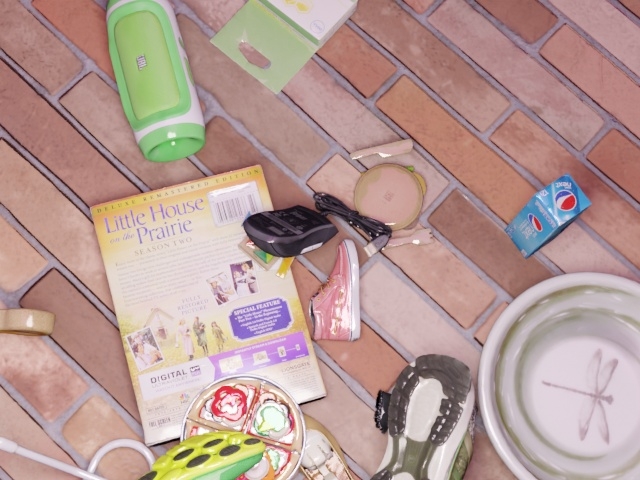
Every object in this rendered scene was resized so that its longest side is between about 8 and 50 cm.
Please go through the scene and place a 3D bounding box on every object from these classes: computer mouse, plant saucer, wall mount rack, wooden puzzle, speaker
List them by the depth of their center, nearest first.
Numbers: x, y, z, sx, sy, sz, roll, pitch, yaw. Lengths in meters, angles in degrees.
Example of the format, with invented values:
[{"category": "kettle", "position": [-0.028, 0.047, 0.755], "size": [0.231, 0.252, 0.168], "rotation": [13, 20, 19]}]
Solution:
[{"category": "wall mount rack", "position": [-0.390, 0.453, 1.466], "size": [0.304, 0.130, 0.350], "rotation": [24, 73, -11]}, {"category": "computer mouse", "position": [0.000, 0.000, 1.598], "size": [0.184, 0.262, 0.060], "rotation": [28, 117, 25]}, {"category": "plant saucer", "position": [0.451, 0.256, 1.614], "size": [0.401, 0.100, 0.400], "rotation": [1, 74, -4]}, {"category": "wooden puzzle", "position": [-0.091, 0.006, 1.626], "size": [0.116, 0.014, 0.078], "rotation": [34, 74, 5]}, {"category": "speaker", "position": [-0.293, -0.294, 1.704], "size": [0.131, 0.131, 0.296], "rotation": [-15, 76, -8]}]

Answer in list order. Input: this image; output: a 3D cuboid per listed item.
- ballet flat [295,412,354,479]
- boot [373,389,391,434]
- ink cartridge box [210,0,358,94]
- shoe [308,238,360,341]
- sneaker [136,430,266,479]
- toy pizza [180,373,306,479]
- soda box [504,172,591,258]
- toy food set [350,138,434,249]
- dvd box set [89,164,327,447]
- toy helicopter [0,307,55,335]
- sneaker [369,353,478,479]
[{"category": "ballet flat", "position": [0.013, 0.372, 1.565], "size": [0.080, 0.073, 0.232], "rotation": [-36, 79, -11]}, {"category": "boot", "position": [0.144, 0.269, 1.617], "size": [0.099, 0.045, 0.121], "rotation": [9, 80, -5]}, {"category": "ink cartridge box", "position": [-0.067, -0.411, 1.790], "size": [0.171, 0.056, 0.235], "rotation": [39, 73, 6]}, {"category": "shoe", "position": [0.022, 0.084, 1.650], "size": [0.081, 0.063, 0.178], "rotation": [0, 79, -9]}, {"category": "sneaker", "position": [-0.207, 0.389, 1.442], "size": [0.295, 0.109, 0.123], "rotation": [-33, 118, -26]}, {"category": "toy pizza", "position": [-0.122, 0.312, 1.533], "size": [0.201, 0.032, 0.201], "rotation": [1, 78, -4]}, {"category": "soda box", "position": [0.381, -0.038, 1.634], "size": [0.071, 0.210, 0.067], "rotation": [-33, 79, -12]}, {"category": "toy food set", "position": [0.126, -0.076, 1.722], "size": [0.132, 0.038, 0.192], "rotation": [-11, 81, 0]}, {"category": "dvd box set", "position": [-0.192, 0.105, 1.632], "size": [0.308, 0.062, 0.420], "rotation": [-15, 76, -8]}, {"category": "toy helicopter", "position": [-0.600, 0.116, 1.509], "size": [0.355, 0.235, 0.140], "rotation": [3, 74, -4]}, {"category": "sneaker", "position": [0.170, 0.395, 1.515], "size": [0.158, 0.182, 0.410], "rotation": [13, 74, 38]}]
